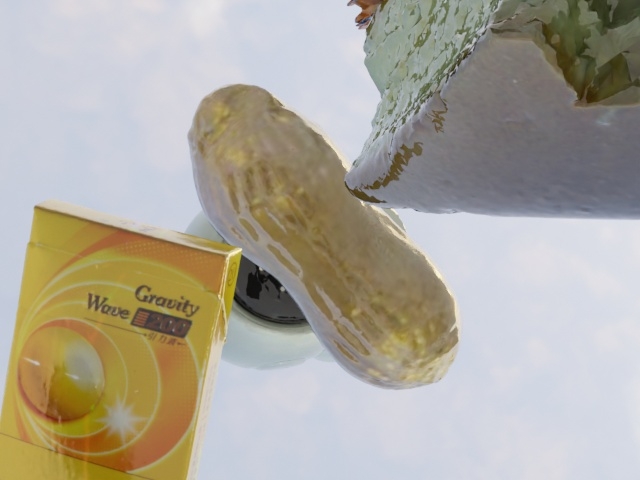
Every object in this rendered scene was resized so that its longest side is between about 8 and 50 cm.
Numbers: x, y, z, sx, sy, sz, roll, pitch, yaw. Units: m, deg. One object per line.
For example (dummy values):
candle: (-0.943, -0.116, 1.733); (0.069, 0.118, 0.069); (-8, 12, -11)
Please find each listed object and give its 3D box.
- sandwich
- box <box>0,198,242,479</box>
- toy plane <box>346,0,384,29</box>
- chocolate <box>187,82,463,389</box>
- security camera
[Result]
sandwich: (0.101, -0.075, 0.575); (0.128, 0.236, 0.122); (54, -139, -47)
box: (-0.154, 0.118, 1.158); (0.152, 0.269, 0.043); (13, -166, 12)
toy plane: (0.099, -0.229, 1.367); (0.062, 0.188, 0.135); (-9, -109, -53)
chocolate: (0.000, 0.000, 1.361); (0.309, 0.134, 0.134); (50, -128, -1)
security camera: (-0.043, 0.036, 1.629); (0.236, 0.194, 0.194); (-1, -116, -44)
